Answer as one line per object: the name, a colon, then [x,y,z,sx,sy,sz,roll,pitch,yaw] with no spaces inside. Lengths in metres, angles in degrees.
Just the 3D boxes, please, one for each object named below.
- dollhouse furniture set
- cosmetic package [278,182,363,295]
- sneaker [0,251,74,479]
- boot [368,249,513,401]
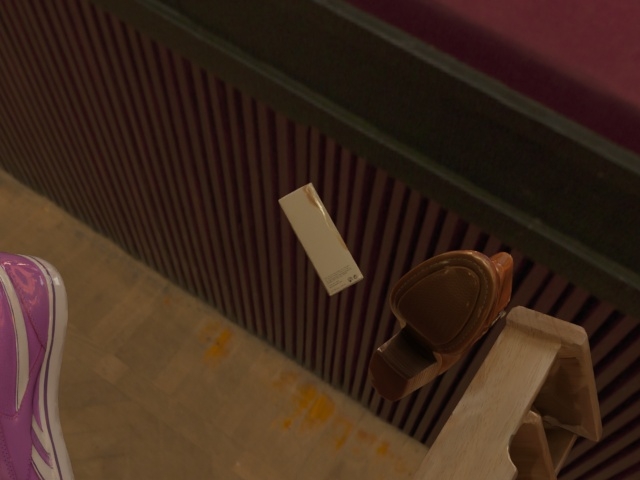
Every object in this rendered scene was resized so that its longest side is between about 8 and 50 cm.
dollhouse furniture set: [0.269,0.252,0.569,0.394,0.362,0.256,19,61,36]
cosmetic package: [0.000,0.000,0.851,0.041,0.060,0.115,-29,89,-2]
sneaker: [-0.261,0.148,0.575,0.102,0.161,0.282,-5,87,11]
boot: [0.186,0.073,0.988,0.220,0.283,0.109,-30,61,-36]
